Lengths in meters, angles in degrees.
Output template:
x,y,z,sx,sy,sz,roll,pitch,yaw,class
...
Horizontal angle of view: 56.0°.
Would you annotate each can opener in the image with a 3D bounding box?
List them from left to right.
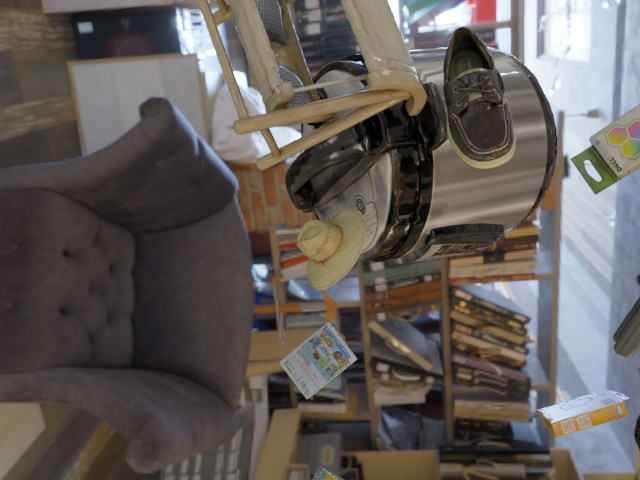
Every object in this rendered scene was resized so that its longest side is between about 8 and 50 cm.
x,y,z,sx,sy,sz,roll,pitch,yaw,class
0.708,0.139,1.252,0.074,0.093,0.280,-53,166,-52,can opener

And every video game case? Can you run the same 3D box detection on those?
x,y,z,sx,sy,sz,roll,pitch,yaw,class
-0.005,0.226,1.129,0.087,0.122,0.011,51,5,11,video game case

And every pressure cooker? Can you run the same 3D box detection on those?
x,y,z,sx,sy,sz,roll,pitch,yaw,class
0.145,-0.152,1.079,0.375,0.420,0.370,51,-37,45,pressure cooker

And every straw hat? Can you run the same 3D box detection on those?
x,y,z,sx,sy,sz,roll,pitch,yaw,class
0.000,0.000,0.902,0.061,0.144,0.144,26,47,-28,straw hat

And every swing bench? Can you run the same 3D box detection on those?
x,y,z,sx,sy,sz,roll,pitch,yaw,class
-0.016,-0.268,0.795,0.165,0.254,0.253,63,6,-79,swing bench

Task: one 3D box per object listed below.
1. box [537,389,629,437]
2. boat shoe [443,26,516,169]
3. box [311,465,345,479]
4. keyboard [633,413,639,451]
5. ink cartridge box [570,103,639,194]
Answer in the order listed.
x,y,z,sx,sy,sz,roll,pitch,yaw,class
0.439,0.283,0.995,0.081,0.136,0.028,1,73,-85,box
0.130,-0.126,0.519,0.049,0.056,0.152,61,18,-48,boat shoe
0.057,0.498,0.751,0.177,0.290,0.279,42,73,-30,box
0.503,0.336,0.903,0.192,0.038,0.100,-80,171,-60,keyboard
0.665,-0.205,1.316,0.062,0.209,0.109,12,47,-59,ink cartridge box
